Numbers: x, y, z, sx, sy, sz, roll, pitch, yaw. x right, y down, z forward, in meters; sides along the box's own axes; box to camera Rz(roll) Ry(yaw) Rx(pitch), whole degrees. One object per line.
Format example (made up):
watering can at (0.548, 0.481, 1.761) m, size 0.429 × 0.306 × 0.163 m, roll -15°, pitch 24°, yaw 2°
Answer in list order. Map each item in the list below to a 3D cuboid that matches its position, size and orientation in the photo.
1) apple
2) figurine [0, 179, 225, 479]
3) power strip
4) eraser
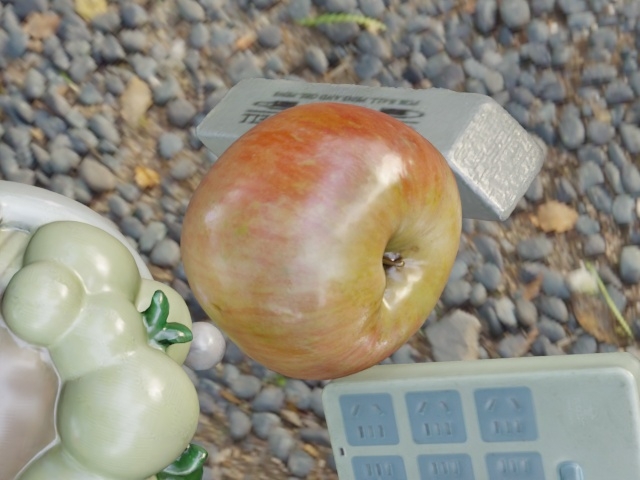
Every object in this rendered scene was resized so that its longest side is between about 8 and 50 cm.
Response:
apple at (0.000, 0.000, 1.008) m, size 0.164 × 0.209 × 0.209 m, roll 22°, pitch 83°, yaw 39°
figurine at (-0.121, 0.025, 0.351) m, size 0.197 × 0.093 × 0.147 m, roll 11°, pitch 119°, yaw -9°
power strip at (0.129, 0.148, 1.038) m, size 0.270 × 0.046 × 0.118 m, roll -5°, pitch 103°, yaw 22°
eraser at (0.045, -0.099, 1.393) m, size 0.352 × 0.077 × 0.111 m, roll 9°, pitch 42°, yaw 32°
